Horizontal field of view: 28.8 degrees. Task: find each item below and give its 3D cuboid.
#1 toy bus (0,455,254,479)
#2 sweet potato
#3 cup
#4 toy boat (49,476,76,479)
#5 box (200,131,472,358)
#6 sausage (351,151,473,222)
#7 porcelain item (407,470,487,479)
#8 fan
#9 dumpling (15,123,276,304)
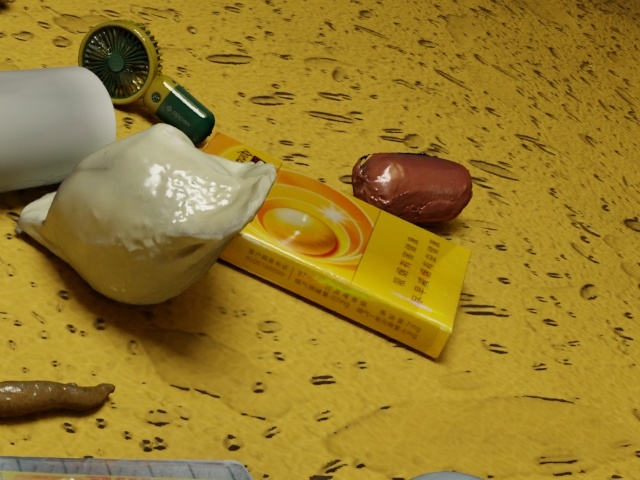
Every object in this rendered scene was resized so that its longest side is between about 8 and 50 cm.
[{"bbox_3d":[-0.123,0.164,0.730,0.190,0.064,0.075,7,27,-28],"label":"toy bus"},{"bbox_3d":[-0.184,0.104,0.825,0.115,0.026,0.026,5,34,-36],"label":"sweet potato"},{"bbox_3d":[-0.259,-0.084,1.034,0.133,0.136,0.099,-15,81,-48],"label":"cup"},{"bbox_3d":[-0.113,0.217,0.609,0.072,0.064,0.206,-8,62,-22],"label":"toy boat"},{"bbox_3d":[0.000,0.000,1.117,0.269,0.043,0.152,25,29,2],"label":"box"},{"bbox_3d":[0.090,-0.052,1.248,0.141,0.076,0.076,1,36,-39],"label":"sausage"},{"bbox_3d":[0.117,0.217,0.757,0.259,0.141,0.141,16,29,-32],"label":"porcelain item"},{"bbox_3d":[-0.167,-0.153,1.227,0.155,0.082,0.039,42,23,3],"label":"fan"},{"bbox_3d":[-0.119,-0.029,0.964,0.166,0.216,0.126,-38,96,-43],"label":"dumpling"}]
